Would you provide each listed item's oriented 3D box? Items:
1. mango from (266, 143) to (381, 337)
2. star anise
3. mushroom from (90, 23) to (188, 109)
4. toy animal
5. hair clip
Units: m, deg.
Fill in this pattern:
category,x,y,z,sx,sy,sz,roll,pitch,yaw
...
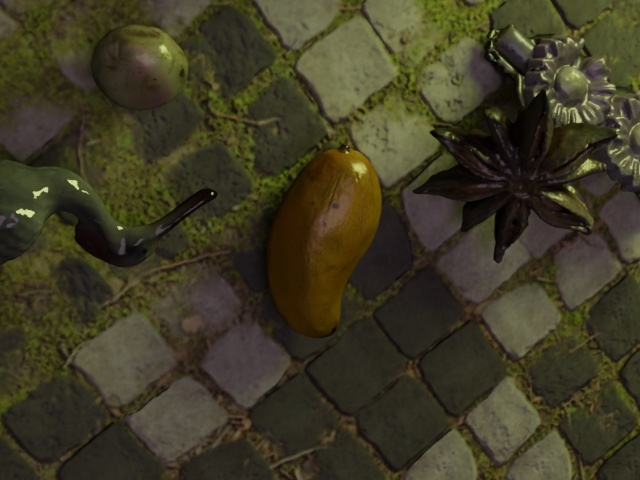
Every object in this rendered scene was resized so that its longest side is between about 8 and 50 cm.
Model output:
category,x,y,z,sx,sy,sz,roll,pitch,yaw
mango,0.000,0.000,1.197,0.098,0.075,0.190,11,108,-16
star anise,0.194,-0.068,1.214,0.195,0.065,0.182,40,123,-21
mushroom,-0.155,-0.151,1.102,0.083,0.067,0.084,-2,139,-1
toy animal,-0.271,-0.030,1.080,0.324,0.090,0.195,29,100,-20
hair clip,0.276,-0.117,1.262,0.292,0.084,0.106,38,73,-20
